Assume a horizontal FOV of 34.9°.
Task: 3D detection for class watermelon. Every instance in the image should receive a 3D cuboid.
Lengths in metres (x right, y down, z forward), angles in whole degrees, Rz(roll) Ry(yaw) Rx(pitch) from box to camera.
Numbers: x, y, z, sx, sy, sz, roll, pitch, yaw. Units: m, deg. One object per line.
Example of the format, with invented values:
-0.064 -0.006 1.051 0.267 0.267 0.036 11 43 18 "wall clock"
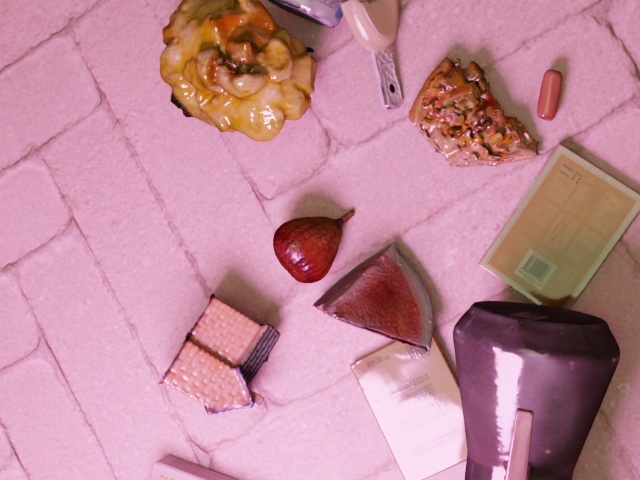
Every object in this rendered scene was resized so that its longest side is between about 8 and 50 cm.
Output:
0.082 0.130 1.690 0.207 0.202 0.136 49 142 24 "watermelon"

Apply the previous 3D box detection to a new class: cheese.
0.100 -0.338 1.719 0.049 0.127 0.235 -3 105 44 "cheese"

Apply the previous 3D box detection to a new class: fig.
-0.005 0.014 1.743 0.152 0.119 0.119 -10 87 -9 "fig"

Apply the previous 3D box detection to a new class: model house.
-0.162 0.211 1.765 0.172 0.166 0.183 30 83 -2 "model house"

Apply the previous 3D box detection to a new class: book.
0.394 -0.014 1.671 0.170 0.018 0.242 35 99 12 "book"
0.169 0.280 1.729 0.161 0.026 0.231 -27 83 15 "book"

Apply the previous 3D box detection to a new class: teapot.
0.314 0.279 1.553 0.253 0.300 0.344 6 95 15 "teapot"

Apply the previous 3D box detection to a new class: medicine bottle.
0.000 -0.460 1.719 0.135 0.135 0.169 24 97 14 "medicine bottle"

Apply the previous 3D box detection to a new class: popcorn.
-0.140 -0.302 1.721 0.286 0.252 0.215 38 59 9 "popcorn"

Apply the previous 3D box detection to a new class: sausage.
0.376 -0.238 1.667 0.034 0.034 0.083 10 92 15 "sausage"

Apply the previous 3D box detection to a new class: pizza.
0.246 -0.193 1.686 0.147 0.069 0.226 -38 80 10 "pizza"

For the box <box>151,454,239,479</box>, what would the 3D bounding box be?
-0.153 0.532 1.798 0.343 0.065 0.200 16 94 15 "box"
